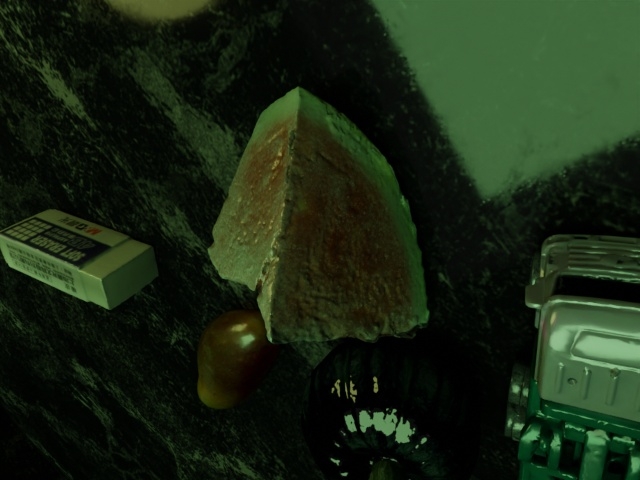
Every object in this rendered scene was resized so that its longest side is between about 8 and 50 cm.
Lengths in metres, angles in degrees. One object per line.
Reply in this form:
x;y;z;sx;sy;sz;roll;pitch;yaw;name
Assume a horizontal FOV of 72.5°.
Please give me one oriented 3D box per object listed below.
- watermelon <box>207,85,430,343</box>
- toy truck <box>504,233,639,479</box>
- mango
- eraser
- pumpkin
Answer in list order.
0.000;0.000;0.505;0.193;0.232;0.310;34;157;53;watermelon
0.291;0.180;0.462;0.177;0.178;0.363;6;117;27;toy truck
-0.151;0.202;0.759;0.133;0.111;0.267;27;127;-6;mango
-0.457;0.026;0.823;0.279;0.124;0.081;17;124;20;eraser
0.086;0.265;0.580;0.248;0.248;0.247;14;122;22;pumpkin
